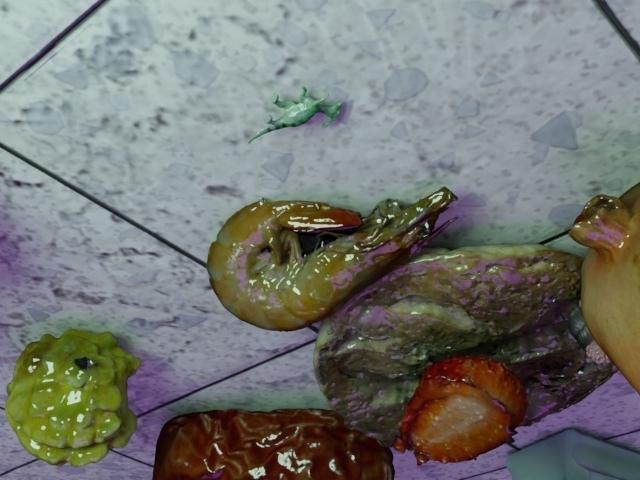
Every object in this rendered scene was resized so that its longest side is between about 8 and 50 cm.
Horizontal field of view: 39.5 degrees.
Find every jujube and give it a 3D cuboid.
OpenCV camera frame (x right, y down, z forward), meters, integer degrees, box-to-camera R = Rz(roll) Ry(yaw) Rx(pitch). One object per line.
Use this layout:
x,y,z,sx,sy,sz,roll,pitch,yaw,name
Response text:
-0.069,0.330,1.253,0.342,0.216,0.216,8,145,12,jujube

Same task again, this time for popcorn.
-0.299,0.188,1.092,0.173,0.174,0.142,-15,149,21,popcorn

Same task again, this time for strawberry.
0.149,0.182,0.992,0.121,0.082,0.188,34,140,-6,strawberry

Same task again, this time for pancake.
0.176,0.123,1.037,0.386,0.082,0.387,-3,139,-3,pancake

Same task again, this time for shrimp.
0.000,0.000,0.902,0.287,0.063,0.152,-33,109,27,shrimp

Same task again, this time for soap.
0.429,0.377,1.378,0.261,0.094,0.150,22,144,-27,soap

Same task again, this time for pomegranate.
0.341,0.037,0.786,0.270,0.252,0.229,28,131,-1,pomegranate

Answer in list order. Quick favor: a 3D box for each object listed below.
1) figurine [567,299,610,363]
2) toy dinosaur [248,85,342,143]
0.314,0.086,0.919,0.129,0.072,0.054,-9,151,-26,figurine
-0.021,-0.107,0.784,0.062,0.021,0.083,11,144,-35,toy dinosaur
